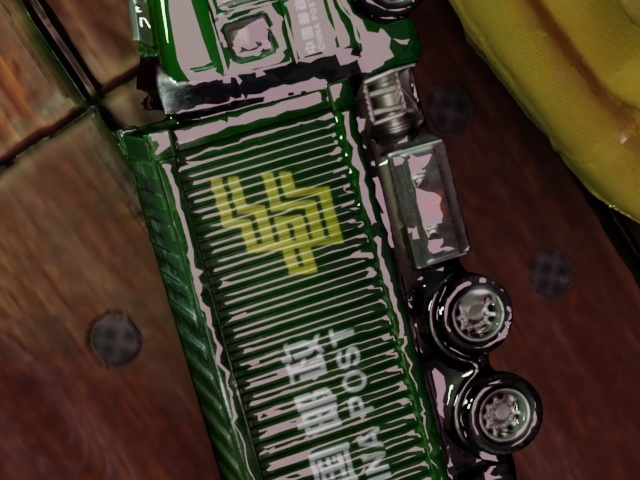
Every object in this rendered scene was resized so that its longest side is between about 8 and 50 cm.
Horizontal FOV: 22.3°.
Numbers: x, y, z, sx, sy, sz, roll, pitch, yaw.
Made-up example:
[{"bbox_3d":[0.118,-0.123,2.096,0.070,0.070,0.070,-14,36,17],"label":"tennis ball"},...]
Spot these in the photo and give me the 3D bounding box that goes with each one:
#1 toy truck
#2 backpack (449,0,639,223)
[{"bbox_3d":[0.000,0.000,0.622,0.121,0.088,0.259,-17,99,-12],"label":"toy truck"},{"bbox_3d":[0.212,-0.155,0.582,0.353,0.201,0.378,-43,113,10],"label":"backpack"}]
